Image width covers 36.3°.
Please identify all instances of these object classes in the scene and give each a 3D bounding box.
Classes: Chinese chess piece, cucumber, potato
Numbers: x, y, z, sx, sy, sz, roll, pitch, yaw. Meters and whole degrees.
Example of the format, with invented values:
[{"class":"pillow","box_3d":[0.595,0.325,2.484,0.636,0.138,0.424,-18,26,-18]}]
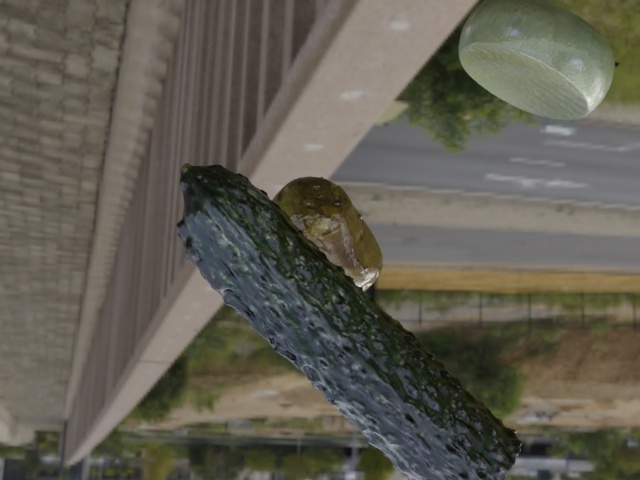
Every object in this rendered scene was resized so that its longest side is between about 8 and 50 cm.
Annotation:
[{"class":"Chinese chess piece","box_3d":[0.198,-0.168,0.897,0.144,0.058,0.144,28,172,5]},{"class":"cucumber","box_3d":[0.010,0.075,0.791,0.359,0.096,0.096,43,155,-10]},{"class":"potato","box_3d":[0.000,0.000,1.233,0.137,0.137,0.176,-10,122,40]}]
